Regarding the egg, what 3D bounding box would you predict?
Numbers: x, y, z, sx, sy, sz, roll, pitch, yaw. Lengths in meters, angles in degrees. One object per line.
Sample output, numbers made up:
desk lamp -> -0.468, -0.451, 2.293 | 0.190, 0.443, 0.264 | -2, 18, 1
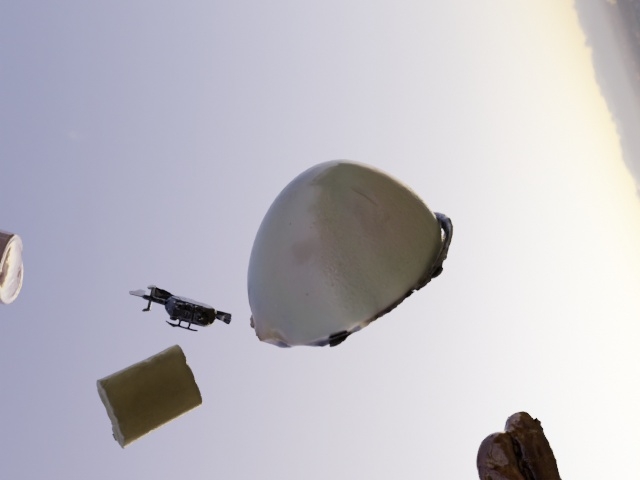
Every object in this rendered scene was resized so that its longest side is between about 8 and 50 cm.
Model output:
egg -> 0.003, -0.003, 0.837 | 0.264, 0.286, 0.174 | -46, -73, -33

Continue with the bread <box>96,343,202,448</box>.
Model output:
bread -> -0.326, 0.295, 1.281 | 0.178, 0.060, 0.140 | -20, -89, -37

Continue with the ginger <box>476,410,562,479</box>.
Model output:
ginger -> 0.257, 0.305, 0.834 | 0.103, 0.073, 0.162 | -19, -98, -26

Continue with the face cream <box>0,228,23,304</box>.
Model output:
face cream -> -0.375, 0.002, 0.606 | 0.198, 0.084, 0.057 | 15, -140, -5

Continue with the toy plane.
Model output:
toy plane -> -0.267, 0.124, 1.241 | 0.078, 0.196, 0.054 | -26, -50, -79
